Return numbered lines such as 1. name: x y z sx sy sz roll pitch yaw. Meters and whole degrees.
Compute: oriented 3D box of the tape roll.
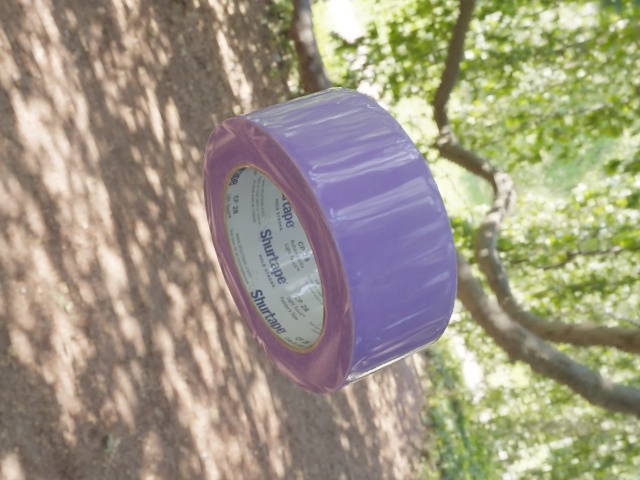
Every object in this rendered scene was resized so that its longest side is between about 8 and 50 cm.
1. tape roll: 0.000 0.000 0.610 0.189 0.080 0.189 41 -39 44
